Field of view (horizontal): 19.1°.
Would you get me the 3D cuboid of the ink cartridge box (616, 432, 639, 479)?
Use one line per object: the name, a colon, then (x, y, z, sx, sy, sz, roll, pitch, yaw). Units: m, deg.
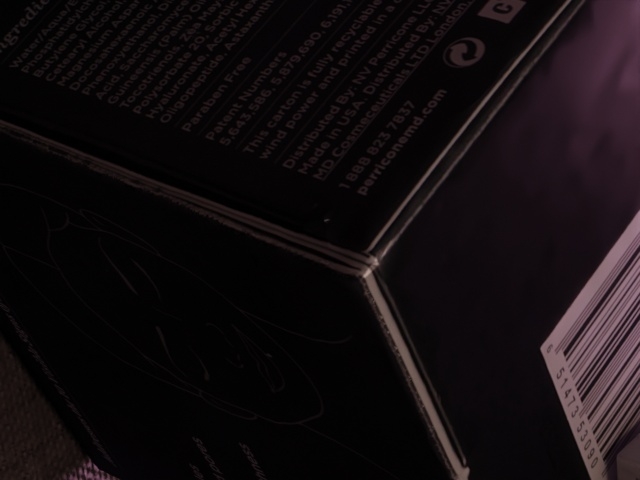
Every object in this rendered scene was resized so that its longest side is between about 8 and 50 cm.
ink cartridge box: (0.270, 0.194, 1.215, 0.160, 0.092, 0.219, -36, 132, -36)

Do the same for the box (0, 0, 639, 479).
box: (0.000, 0.000, 1.258, 0.297, 0.471, 0.480, -51, 140, -24)
